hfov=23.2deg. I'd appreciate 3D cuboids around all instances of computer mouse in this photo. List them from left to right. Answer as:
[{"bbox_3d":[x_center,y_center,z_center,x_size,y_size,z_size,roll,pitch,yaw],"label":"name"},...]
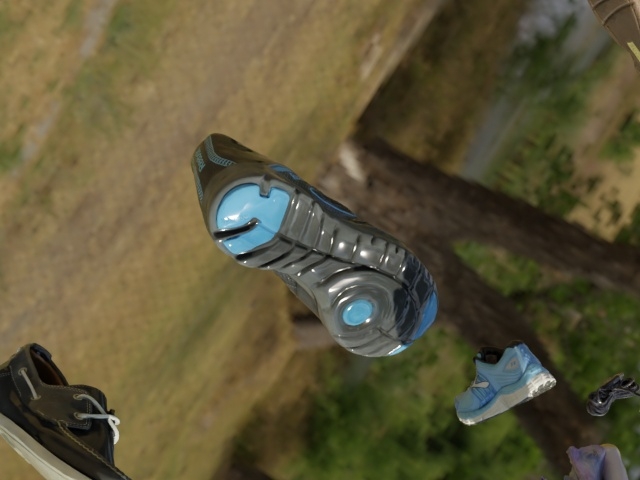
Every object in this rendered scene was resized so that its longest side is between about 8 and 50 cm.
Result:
[{"bbox_3d":[0.444,0.224,1.990,0.106,0.193,0.042,-22,125,-56],"label":"computer mouse"}]

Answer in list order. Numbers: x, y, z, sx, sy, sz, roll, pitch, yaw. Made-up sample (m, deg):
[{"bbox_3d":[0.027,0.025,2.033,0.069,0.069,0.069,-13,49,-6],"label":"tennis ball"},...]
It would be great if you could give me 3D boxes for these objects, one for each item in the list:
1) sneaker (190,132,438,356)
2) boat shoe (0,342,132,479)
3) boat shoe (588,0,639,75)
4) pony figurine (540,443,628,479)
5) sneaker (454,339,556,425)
[{"bbox_3d":[0.000,0.000,1.624,0.125,0.341,0.139,-43,-141,8],"label":"sneaker"},{"bbox_3d":[-0.190,0.141,1.168,0.079,0.233,0.084,-43,125,-14],"label":"boat shoe"},{"bbox_3d":[0.312,-0.215,1.474,0.072,0.190,0.068,-46,-151,-17],"label":"boat shoe"},{"bbox_3d":[0.323,0.370,1.586,0.363,0.303,0.351,-114,-164,-61],"label":"pony figurine"},{"bbox_3d":[0.191,0.147,1.673,0.063,0.073,0.162,-21,169,-32],"label":"sneaker"}]
